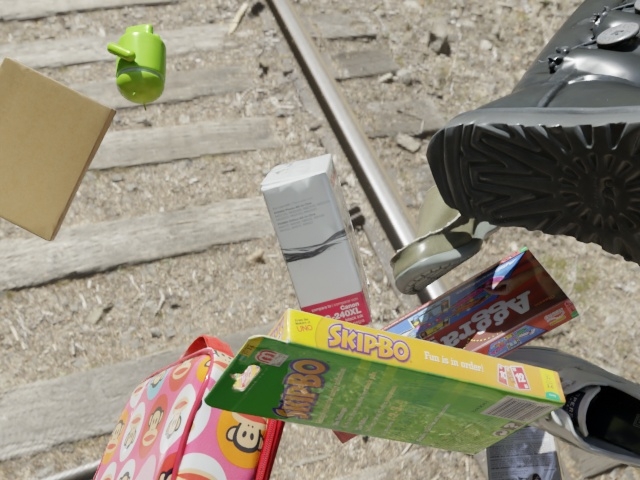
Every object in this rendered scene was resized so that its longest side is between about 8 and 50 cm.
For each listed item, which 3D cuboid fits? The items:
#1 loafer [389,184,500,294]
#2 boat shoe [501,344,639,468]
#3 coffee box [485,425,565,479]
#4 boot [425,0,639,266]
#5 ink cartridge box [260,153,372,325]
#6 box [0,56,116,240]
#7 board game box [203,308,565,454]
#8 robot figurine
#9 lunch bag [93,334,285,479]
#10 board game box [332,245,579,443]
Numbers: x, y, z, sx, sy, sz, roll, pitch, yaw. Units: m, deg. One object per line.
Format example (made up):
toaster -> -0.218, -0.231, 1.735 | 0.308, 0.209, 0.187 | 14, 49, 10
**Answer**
loafer -> 0.138, -0.014, 0.726 | 0.087, 0.094, 0.251 | 54, 33, 5
boat shoe -> 0.273, 0.166, 0.645 | 0.258, 0.084, 0.095 | 9, 84, 37
coffee box -> 0.297, 0.332, 0.903 | 0.098, 0.141, 0.246 | -11, 33, 17
boot -> 0.376, -0.156, 0.618 | 0.367, 0.146, 0.445 | 22, 47, 38
ink cartridge box -> 0.000, 0.000, 0.605 | 0.063, 0.151, 0.109 | -15, 15, 7
box -> -0.393, -0.123, 0.852 | 0.164, 0.021, 0.201 | 26, 92, 1
board game box -> 0.049, 0.118, 0.497 | 0.259, 0.124, 0.039 | 14, 49, -21
robot figurine -> -0.249, -0.241, 0.874 | 0.067, 0.101, 0.115 | -5, 73, 8
lunch bag -> -0.152, 0.228, 0.667 | 0.120, 0.293, 0.258 | 26, 61, -23
board game box -> 0.134, 0.113, 0.712 | 0.281, 0.027, 0.145 | -32, 18, 11
